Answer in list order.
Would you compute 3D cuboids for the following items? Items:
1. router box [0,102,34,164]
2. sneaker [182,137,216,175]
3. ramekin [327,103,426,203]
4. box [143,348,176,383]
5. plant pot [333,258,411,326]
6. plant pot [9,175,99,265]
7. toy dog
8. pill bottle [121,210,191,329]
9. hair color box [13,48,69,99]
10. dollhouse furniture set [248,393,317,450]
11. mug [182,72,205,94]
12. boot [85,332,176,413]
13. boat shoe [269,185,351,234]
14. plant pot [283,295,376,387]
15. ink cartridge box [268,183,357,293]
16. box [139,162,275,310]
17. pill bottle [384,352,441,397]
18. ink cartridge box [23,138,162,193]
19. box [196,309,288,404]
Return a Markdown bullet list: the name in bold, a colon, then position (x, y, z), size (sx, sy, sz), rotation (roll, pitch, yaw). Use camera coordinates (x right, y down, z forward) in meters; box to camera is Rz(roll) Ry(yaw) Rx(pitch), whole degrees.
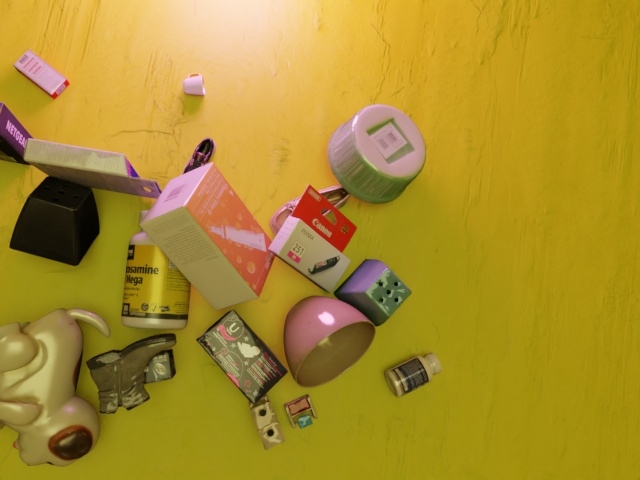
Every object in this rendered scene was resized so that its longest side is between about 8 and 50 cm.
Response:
- **router box**: position (-0.950, -0.307, 1.528), size (0.242, 0.309, 0.081), rotation (10, 78, -10)
- **sneaker**: position (-0.384, -0.248, 1.754), size (0.072, 0.077, 0.178), rotation (19, 81, -8)
- **ramekin**: position (0.189, -0.284, 1.792), size (0.303, 0.148, 0.303), rotation (9, 67, -22)
- **box**: position (-0.498, 0.366, 1.609), size (0.147, 0.180, 0.078), rotation (-9, 84, -13)
- **plant pot**: position (0.175, 0.161, 1.740), size (0.166, 0.234, 0.165), rotation (45, 77, -3)
- **plant pot**: position (-0.733, -0.067, 1.575), size (0.188, 0.187, 0.167), rotation (18, 122, -10)
- **toy dog**: position (-0.750, 0.415, 1.534), size (0.395, 0.284, 0.408), rotation (-19, 89, -31)
- **pill bottle**: position (-0.472, 0.088, 1.642), size (0.187, 0.188, 0.334), rotation (4, 82, -11)
- **hair color box**: position (-0.848, -0.505, 1.706), size (0.141, 0.043, 0.072), rotation (39, 78, -6)
- **dollhouse furniture set**: position (-0.110, 0.520, 1.695), size (0.183, 0.129, 0.129), rotation (-21, 88, -12)
- **mug**: position (-0.405, -0.497, 1.795), size (0.064, 0.078, 0.062), rotation (-5, 117, -3)
- **boot**: position (-0.482, 0.352, 1.489), size (0.246, 0.083, 0.161), rotation (-19, 92, -7)
- **boat shoe**: position (-0.032, -0.107, 1.801), size (0.285, 0.089, 0.105), rotation (-30, 91, -14)
- **plant pot**: position (-0.003, 0.279, 1.699), size (0.284, 0.284, 0.191), rotation (-32, 55, -13)
- **ink cartridge box**: position (0.000, 0.000, 1.738), size (0.275, 0.060, 0.239), rotation (39, 79, -40)
- **box**: position (-0.302, -0.006, 1.586), size (0.345, 0.168, 0.215), rotation (55, 32, -29)
- **pill bottle**: position (0.300, 0.428, 1.807), size (0.169, 0.094, 0.094), rotation (-23, 89, -13)
- **ink cartridge box**: position (-0.606, -0.192, 1.576), size (0.330, 0.324, 0.071), rotation (8, 84, -11)
- **box**: position (-0.236, 0.341, 1.674), size (0.142, 0.163, 0.247), rotation (-41, 93, -16)
